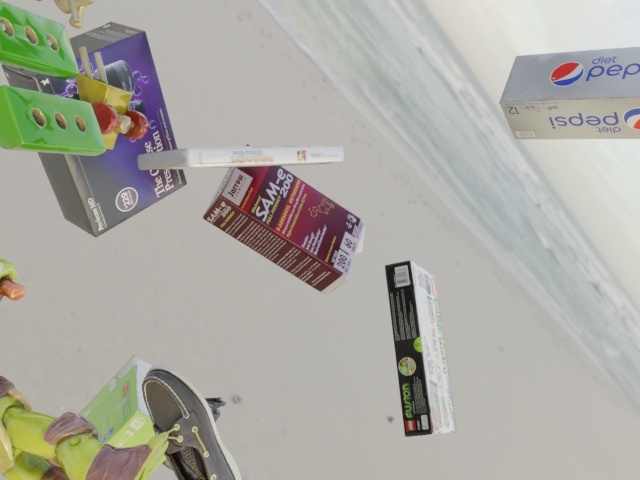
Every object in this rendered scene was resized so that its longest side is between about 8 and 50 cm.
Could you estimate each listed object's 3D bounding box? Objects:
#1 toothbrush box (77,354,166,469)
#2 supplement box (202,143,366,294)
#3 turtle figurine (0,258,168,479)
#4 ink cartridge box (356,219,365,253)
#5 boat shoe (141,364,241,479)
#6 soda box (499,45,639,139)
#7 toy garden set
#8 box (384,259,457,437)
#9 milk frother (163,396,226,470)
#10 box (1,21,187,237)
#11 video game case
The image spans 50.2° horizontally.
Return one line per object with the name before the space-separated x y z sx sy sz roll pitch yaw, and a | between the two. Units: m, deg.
toothbrush box | -0.415 0.403 1.357 0.122 0.283 0.206 43 4 -26
supplement box | -0.053 -0.032 1.097 0.239 0.073 0.130 32 49 -14
turtle figurine | -0.213 0.114 0.453 0.217 0.270 0.087 28 22 5
ink cartridge box | 0.000 0.000 1.272 0.104 0.181 0.062 11 75 -17
boat shoe | -0.191 0.286 0.977 0.228 0.081 0.068 61 26 -8
soda box | 0.410 -0.206 0.964 0.091 0.286 0.098 48 58 -44
toy garden set | -0.238 -0.181 0.561 0.204 0.049 0.244 -20 91 -76
box | 0.127 0.137 0.855 0.114 0.036 0.207 29 52 -61
milk frother | -0.268 0.405 1.466 0.129 0.135 0.143 30 7 42
box | -0.327 -0.166 1.027 0.103 0.184 0.261 27 -41 38
video game case | -0.114 -0.109 0.912 0.206 0.227 0.026 -6 97 -29
